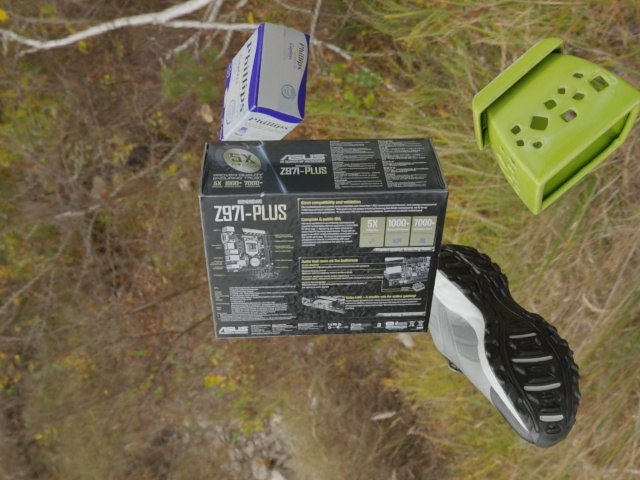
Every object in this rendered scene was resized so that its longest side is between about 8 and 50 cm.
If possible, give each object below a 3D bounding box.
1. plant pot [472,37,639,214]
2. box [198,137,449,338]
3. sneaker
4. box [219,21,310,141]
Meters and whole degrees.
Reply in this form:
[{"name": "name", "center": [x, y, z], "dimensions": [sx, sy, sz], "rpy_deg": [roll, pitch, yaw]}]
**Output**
[{"name": "plant pot", "center": [0.404, -0.211, 1.249], "dimensions": [0.207, 0.227, 0.228], "rpy_deg": [50, -176, 20]}, {"name": "box", "center": [0.000, 0.000, 0.560], "dimensions": [0.078, 0.180, 0.147], "rpy_deg": [-94, 3, -51]}, {"name": "sneaker", "center": [0.186, 0.117, 0.762], "dimensions": [0.271, 0.100, 0.108], "rpy_deg": [-115, 31, -51]}, {"name": "box", "center": [-0.077, -0.202, 0.941], "dimensions": [0.137, 0.072, 0.126], "rpy_deg": [-26, 57, 59]}]
